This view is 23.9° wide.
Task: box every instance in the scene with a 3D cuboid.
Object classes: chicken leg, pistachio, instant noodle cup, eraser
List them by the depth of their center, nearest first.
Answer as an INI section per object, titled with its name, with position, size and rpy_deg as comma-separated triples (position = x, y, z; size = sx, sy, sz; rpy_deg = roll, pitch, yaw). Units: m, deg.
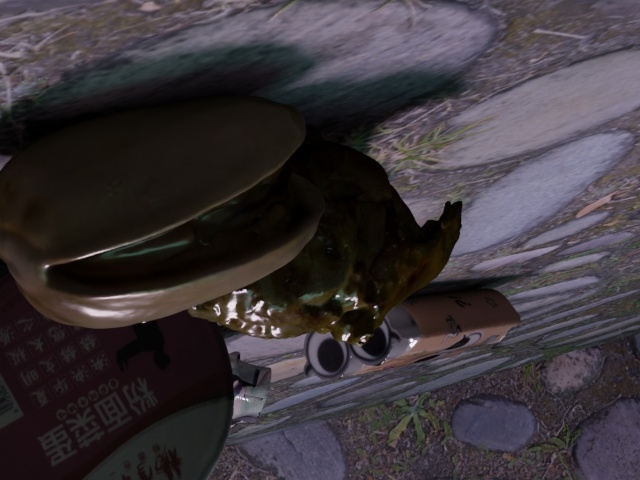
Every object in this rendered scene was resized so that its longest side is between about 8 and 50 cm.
[pistachio]
position = -0.100, -0.022, 0.918
size = 0.206, 0.131, 0.130
rpy_deg = -18, 128, -14
[chicken leg]
position = 0.009, -0.007, 1.131
size = 0.211, 0.140, 0.361
rpy_deg = 1, -174, 21
[instant noodle cup]
position = -0.207, 0.130, 1.272
size = 0.234, 0.235, 0.178
rpy_deg = -12, 178, -22
[eraser]
position = 0.121, 0.124, 2.028
size = 0.171, 0.087, 0.290
rpy_deg = -26, 166, 35

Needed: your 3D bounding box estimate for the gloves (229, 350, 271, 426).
[gloves]
position = -0.174, 0.171, 1.817
size = 0.212, 0.111, 0.127
rpy_deg = 15, 168, -9
